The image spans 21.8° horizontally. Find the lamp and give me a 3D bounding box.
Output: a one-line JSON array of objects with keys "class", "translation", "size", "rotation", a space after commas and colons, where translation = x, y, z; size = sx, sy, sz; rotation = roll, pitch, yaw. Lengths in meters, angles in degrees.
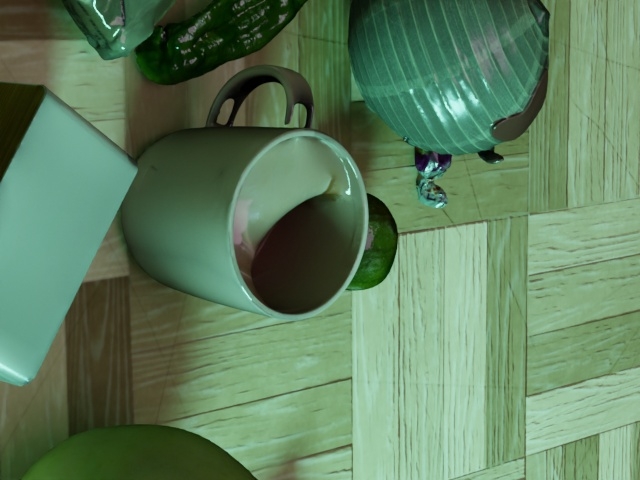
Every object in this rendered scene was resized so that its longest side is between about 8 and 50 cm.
[{"class": "lamp", "translation": [0.153, -0.223, 1.899], "size": [0.233, 0.233, 0.265], "rotation": [12, 63, -45]}]

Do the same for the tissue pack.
[{"class": "tissue pack", "translation": [-0.306, -0.010, 1.545], "size": [0.136, 0.159, 0.246], "rotation": [38, 69, -43]}]

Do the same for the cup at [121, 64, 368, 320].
[{"class": "cup", "translation": [-0.083, -0.057, 1.722], "size": [0.191, 0.200, 0.253], "rotation": [6, 92, -44]}]

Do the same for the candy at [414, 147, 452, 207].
[{"class": "candy", "translation": [0.139, -0.128, 2.038], "size": [0.043, 0.045, 0.175], "rotation": [-10, 103, -49]}]

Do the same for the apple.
[{"class": "apple", "translation": [-0.175, 0.323, 1.634], "size": [0.254, 0.292, 0.292], "rotation": [35, 70, -66]}]

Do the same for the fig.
[{"class": "fig", "translation": [0.000, 0.000, 1.889], "size": [0.177, 0.117, 0.117], "rotation": [-3, 99, -27]}]

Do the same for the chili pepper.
[{"class": "chili pepper", "translation": [-0.088, -0.247, 1.779], "size": [0.257, 0.074, 0.100], "rotation": [-44, 124, -30]}]

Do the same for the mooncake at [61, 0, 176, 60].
[{"class": "mooncake", "translation": [-0.203, -0.263, 1.665], "size": [0.130, 0.073, 0.125], "rotation": [-50, 130, -25]}]
